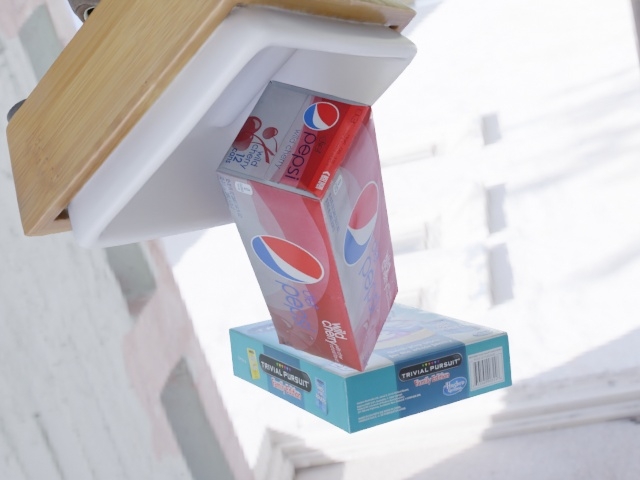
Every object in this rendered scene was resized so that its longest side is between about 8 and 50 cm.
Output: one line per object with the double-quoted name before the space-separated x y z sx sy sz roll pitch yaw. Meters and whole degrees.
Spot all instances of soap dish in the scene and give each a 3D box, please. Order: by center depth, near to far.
"soap dish" -0.073 -0.112 0.767 0.118 0.229 0.291 50 -156 11

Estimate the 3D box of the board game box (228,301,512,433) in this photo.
"board game box" 0.058 0.159 1.447 0.336 0.254 0.079 12 110 60

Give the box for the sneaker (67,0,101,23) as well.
"sneaker" -0.141 -0.228 0.891 0.066 0.188 0.071 -45 -56 -49

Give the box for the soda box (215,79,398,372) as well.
"soda box" 0.000 0.000 0.814 0.263 0.083 0.092 74 -143 -56
